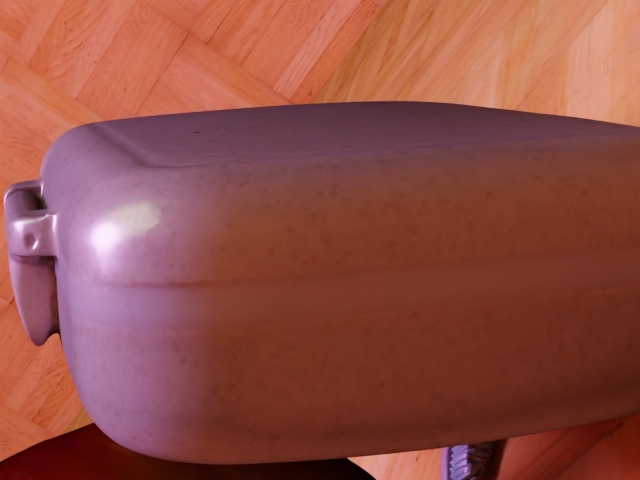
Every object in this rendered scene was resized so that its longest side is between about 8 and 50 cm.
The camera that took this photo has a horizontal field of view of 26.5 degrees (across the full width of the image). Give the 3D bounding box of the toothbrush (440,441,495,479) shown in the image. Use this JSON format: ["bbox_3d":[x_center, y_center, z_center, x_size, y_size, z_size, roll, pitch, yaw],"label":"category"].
[{"bbox_3d":[0.104,0.032,0.733,0.027,0.021,0.269,-32,23,40],"label":"toothbrush"}]

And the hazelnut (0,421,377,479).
[{"bbox_3d":[-0.058,0.177,0.546,0.251,0.217,0.217,-32,-9,-39],"label":"hazelnut"}]

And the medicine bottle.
[{"bbox_3d":[0.000,0.000,0.627,0.375,0.282,0.123,-147,54,-74],"label":"medicine bottle"}]
